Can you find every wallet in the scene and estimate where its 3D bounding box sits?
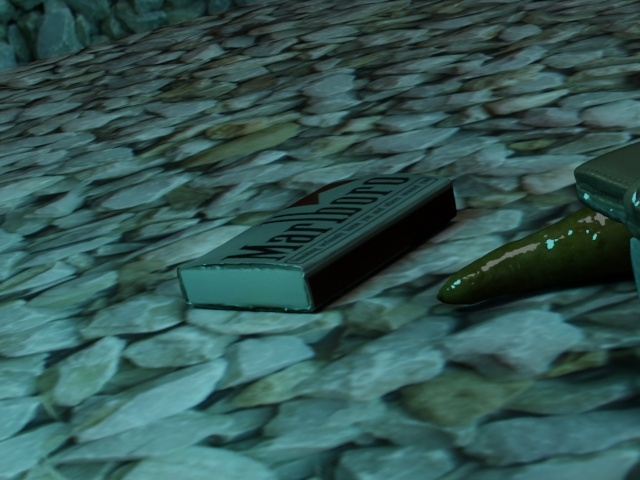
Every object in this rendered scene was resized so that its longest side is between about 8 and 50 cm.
[{"bbox_3d":[0.201,-0.024,0.828,0.118,0.039,0.152,-16,22,-18],"label":"wallet"}]

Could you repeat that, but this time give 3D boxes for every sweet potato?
[{"bbox_3d":[0.189,-0.010,1.025,0.249,0.059,0.069,-20,-3,-11],"label":"sweet potato"}]

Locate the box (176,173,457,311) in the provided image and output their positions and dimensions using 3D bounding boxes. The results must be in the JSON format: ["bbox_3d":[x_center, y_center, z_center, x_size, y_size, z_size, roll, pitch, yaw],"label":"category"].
[{"bbox_3d":[0.000,0.000,1.172,0.115,0.036,0.177,-1,20,38],"label":"box"}]

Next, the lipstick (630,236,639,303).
[{"bbox_3d":[0.291,-0.017,0.925,0.289,0.076,0.077,-23,19,-33],"label":"lipstick"}]
